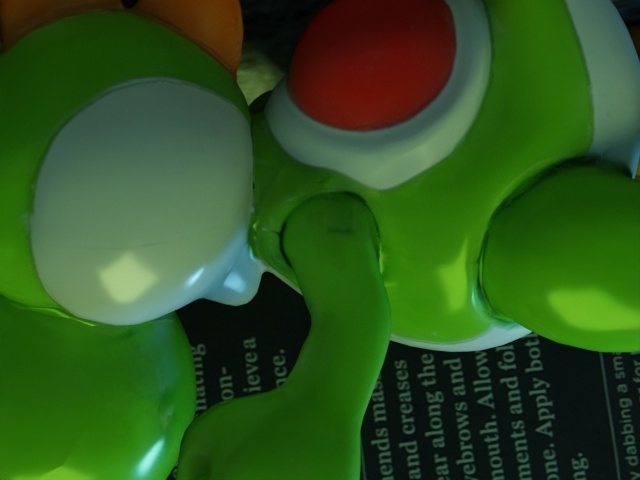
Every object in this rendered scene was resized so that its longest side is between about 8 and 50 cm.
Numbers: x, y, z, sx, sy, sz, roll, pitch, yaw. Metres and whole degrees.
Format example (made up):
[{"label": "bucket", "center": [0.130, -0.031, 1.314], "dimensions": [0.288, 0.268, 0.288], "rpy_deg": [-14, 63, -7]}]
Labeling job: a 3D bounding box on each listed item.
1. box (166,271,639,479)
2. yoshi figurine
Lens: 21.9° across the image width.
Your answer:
[{"label": "box", "center": [-0.019, 0.133, 0.802], "dimensions": [0.395, 0.212, 0.293], "rpy_deg": [-5, 170, -6]}, {"label": "yoshi figurine", "center": [-0.004, 0.019, 0.581], "dimensions": [0.362, 0.203, 0.203], "rpy_deg": [-1, 166, -13]}]
